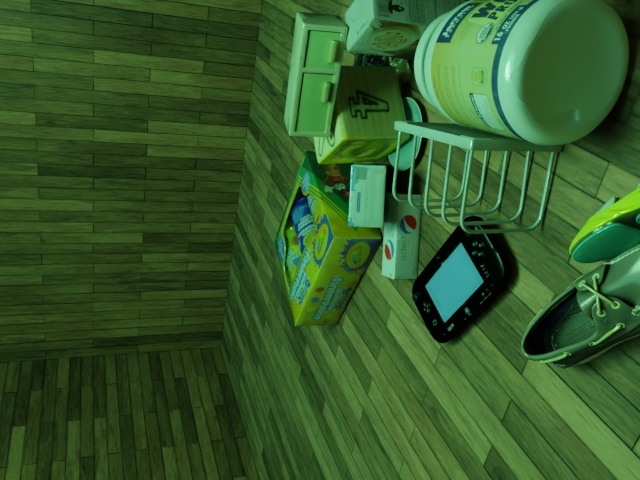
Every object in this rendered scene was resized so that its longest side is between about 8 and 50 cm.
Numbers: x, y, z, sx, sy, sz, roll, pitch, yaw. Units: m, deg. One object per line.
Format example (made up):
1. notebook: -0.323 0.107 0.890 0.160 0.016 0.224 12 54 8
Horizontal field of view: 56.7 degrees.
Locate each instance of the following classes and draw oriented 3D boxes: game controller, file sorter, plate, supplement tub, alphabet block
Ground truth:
1. game controller: 0.297 0.092 1.287 0.319 0.067 0.166 116 147 -49
2. file sorter: 0.285 -0.129 1.151 0.277 0.192 0.173 -141 52 -63
3. plate: 0.222 -0.274 1.532 0.188 0.024 0.188 -179 90 -68
4. supplement tub: 0.319 -0.295 1.006 0.316 0.228 0.228 -139 52 -62
5. alphabet block: 0.092 -0.323 1.545 0.192 0.193 0.197 149 114 -68

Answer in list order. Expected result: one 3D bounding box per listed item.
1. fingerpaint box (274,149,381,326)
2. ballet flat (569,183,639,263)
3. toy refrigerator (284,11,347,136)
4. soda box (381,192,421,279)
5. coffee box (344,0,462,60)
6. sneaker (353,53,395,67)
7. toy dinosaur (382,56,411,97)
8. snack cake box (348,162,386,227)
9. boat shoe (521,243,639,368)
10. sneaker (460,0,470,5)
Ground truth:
1. fingerpaint box: 0.000 0.000 1.906 0.445 0.163 0.371 113 149 -46
2. ballet flat: 0.463 -0.043 0.875 0.231 0.077 0.077 130 156 -55
3. toy refrigerator: -0.015 -0.380 1.385 0.094 0.102 0.270 -109 24 -50
4. soda box: 0.206 -0.011 1.513 0.074 0.069 0.216 -162 74 -68
5. coffee box: 0.194 -0.473 1.295 0.141 0.246 0.098 153 116 -66
6. sneaker: 0.169 -0.568 1.588 0.286 0.109 0.130 123 152 -43
7. toy dinosaur: 0.209 -0.457 1.551 0.092 0.053 0.183 45 141 41
8. snack cake box: 0.125 -0.124 1.547 0.264 0.089 0.152 -52 -36 -80
9. boat shoe: 0.430 0.101 0.906 0.324 0.096 0.117 118 145 -50
10. sneaker: 0.334 -0.495 1.168 0.217 0.079 0.121 109 150 -43
